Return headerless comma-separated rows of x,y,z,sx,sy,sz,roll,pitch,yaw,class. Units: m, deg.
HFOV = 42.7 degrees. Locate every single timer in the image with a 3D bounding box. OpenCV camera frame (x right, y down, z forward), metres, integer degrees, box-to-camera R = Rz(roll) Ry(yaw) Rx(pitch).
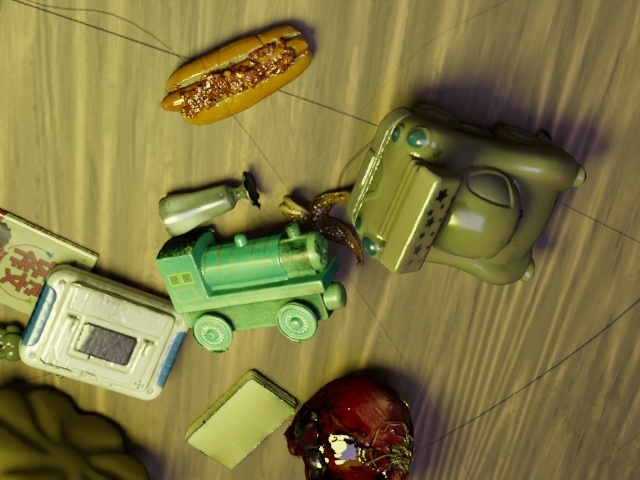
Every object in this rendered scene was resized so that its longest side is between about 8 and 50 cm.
-0.363,0.161,1.391,0.253,0.078,0.178,21,92,-22,timer

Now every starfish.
0.000,0.002,1.373,0.146,0.074,0.190,1,118,-5,starfish

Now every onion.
0.064,0.385,1.469,0.281,0.281,0.221,-46,145,18,onion

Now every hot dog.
-0.130,-0.243,1.240,0.249,0.076,0.102,-22,119,7,hot dog

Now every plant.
-0.501,0.190,1.440,0.174,0.087,0.085,13,75,-15,plant

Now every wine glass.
-0.180,-0.059,1.333,0.155,0.072,0.072,-18,117,7,wine glass

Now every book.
-0.517,0.040,1.390,0.231,0.022,0.162,28,112,-15,book

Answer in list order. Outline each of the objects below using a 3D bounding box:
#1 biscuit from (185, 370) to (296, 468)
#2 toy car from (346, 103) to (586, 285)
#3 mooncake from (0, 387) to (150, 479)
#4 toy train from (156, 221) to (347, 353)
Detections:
-0.153,0.342,1.556,0.121,0.041,0.199,38,110,-23,biscuit
0.236,-0.052,1.257,0.336,0.226,0.242,11,117,-24,toy car
-0.475,0.425,1.402,0.378,0.378,0.201,40,98,-20,mooncake
-0.110,0.068,1.333,0.298,0.120,0.194,-10,111,23,toy train
